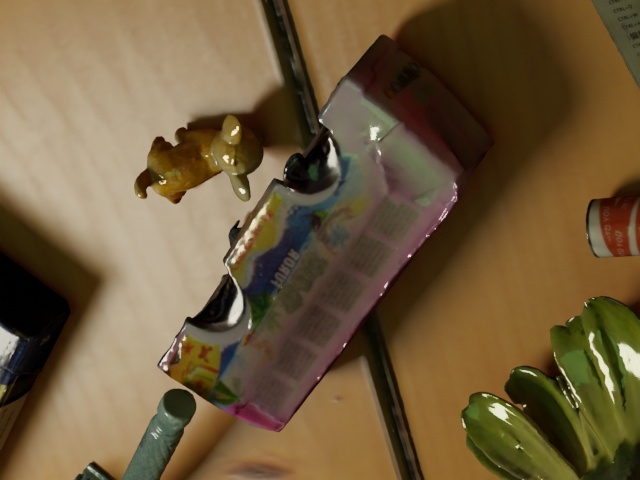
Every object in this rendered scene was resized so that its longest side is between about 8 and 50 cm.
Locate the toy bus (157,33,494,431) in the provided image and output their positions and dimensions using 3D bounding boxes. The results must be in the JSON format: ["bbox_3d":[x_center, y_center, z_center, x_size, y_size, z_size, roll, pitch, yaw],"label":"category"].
[{"bbox_3d":[0.000,0.000,1.211,0.112,0.090,0.274,36,123,1],"label":"toy bus"}]

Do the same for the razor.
[{"bbox_3d":[-0.126,0.171,1.328,0.106,0.068,0.232,38,142,6],"label":"razor"}]

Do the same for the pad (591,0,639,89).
[{"bbox_3d":[0.295,-0.121,1.021,0.265,0.009,0.159,-15,126,32],"label":"pad"}]

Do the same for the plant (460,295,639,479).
[{"bbox_3d":[0.232,0.195,1.126,0.261,0.297,0.306,16,106,-15],"label":"plant"}]

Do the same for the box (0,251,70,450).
[{"bbox_3d":[-0.313,0.104,1.426,0.168,0.071,0.259,36,123,8],"label":"box"}]

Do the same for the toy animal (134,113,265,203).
[{"bbox_3d":[-0.078,-0.053,1.239,0.083,0.081,0.060,2,112,48],"label":"toy animal"}]

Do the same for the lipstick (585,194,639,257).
[{"bbox_3d":[0.229,-0.011,1.118,0.131,0.038,0.038,-4,110,28],"label":"lipstick"}]
